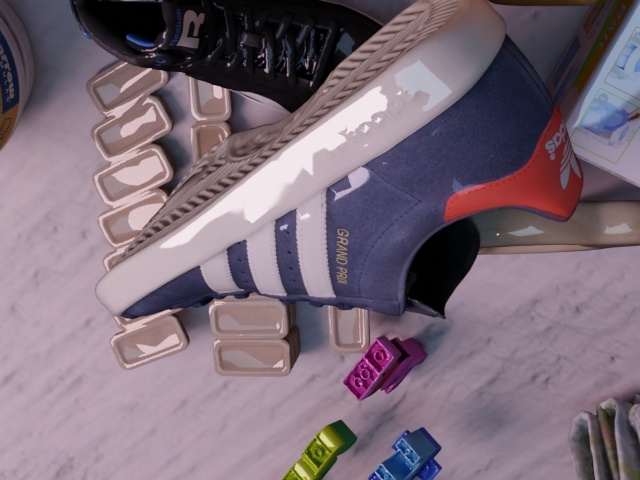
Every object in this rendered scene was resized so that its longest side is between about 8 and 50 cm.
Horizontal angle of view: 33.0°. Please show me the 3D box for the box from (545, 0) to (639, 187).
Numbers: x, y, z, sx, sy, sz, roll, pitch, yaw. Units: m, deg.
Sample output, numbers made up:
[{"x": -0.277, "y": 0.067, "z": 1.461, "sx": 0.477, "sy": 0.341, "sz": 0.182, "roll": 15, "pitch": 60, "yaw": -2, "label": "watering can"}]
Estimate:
[{"x": 0.227, "y": -0.136, "z": 0.634, "sx": 0.103, "sy": 0.114, "sz": 0.203, "roll": 25, "pitch": 113, "yaw": -4, "label": "box"}]

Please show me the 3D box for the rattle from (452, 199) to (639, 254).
[{"x": 0.168, "y": -0.048, "z": 0.698, "sx": 0.200, "sy": 0.130, "sz": 0.143, "roll": -5, "pitch": 69, "yaw": 21, "label": "rattle"}]

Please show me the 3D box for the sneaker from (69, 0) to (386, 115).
[{"x": -0.052, "y": -0.120, "z": 0.665, "sx": 0.217, "sy": 0.121, "sz": 0.079, "roll": 15, "pitch": 103, "yaw": 6, "label": "sneaker"}]

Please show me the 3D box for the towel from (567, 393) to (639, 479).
[{"x": 0.328, "y": 0.283, "z": 0.691, "sx": 0.374, "sy": 0.320, "sz": 0.090, "roll": 37, "pitch": 107, "yaw": -8, "label": "towel"}]

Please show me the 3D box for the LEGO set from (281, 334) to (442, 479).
[{"x": 0.037, "y": 0.173, "z": 0.821, "sx": 0.087, "sy": 0.093, "sz": 0.227, "roll": 47, "pitch": 121, "yaw": 21, "label": "LEGO set"}]

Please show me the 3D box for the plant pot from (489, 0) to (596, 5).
[{"x": 0.056, "y": -0.230, "z": 0.584, "sx": 0.188, "sy": 0.205, "sz": 0.205, "roll": 4, "pitch": 115, "yaw": 23, "label": "plant pot"}]

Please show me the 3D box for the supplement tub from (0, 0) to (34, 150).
[{"x": -0.274, "y": -0.091, "z": 0.678, "sx": 0.144, "sy": 0.199, "sz": 0.144, "roll": 3, "pitch": 114, "yaw": 7, "label": "supplement tub"}]

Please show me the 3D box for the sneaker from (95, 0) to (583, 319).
[{"x": 0.000, "y": 0.000, "z": 0.648, "sx": 0.148, "sy": 0.131, "sz": 0.350, "roll": 45, "pitch": 137, "yaw": -17, "label": "sneaker"}]

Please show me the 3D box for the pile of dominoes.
[{"x": -0.064, "y": -0.025, "z": 0.780, "sx": 0.196, "sy": 0.040, "sz": 0.251, "roll": -1, "pitch": 105, "yaw": 9, "label": "pile of dominoes"}]
